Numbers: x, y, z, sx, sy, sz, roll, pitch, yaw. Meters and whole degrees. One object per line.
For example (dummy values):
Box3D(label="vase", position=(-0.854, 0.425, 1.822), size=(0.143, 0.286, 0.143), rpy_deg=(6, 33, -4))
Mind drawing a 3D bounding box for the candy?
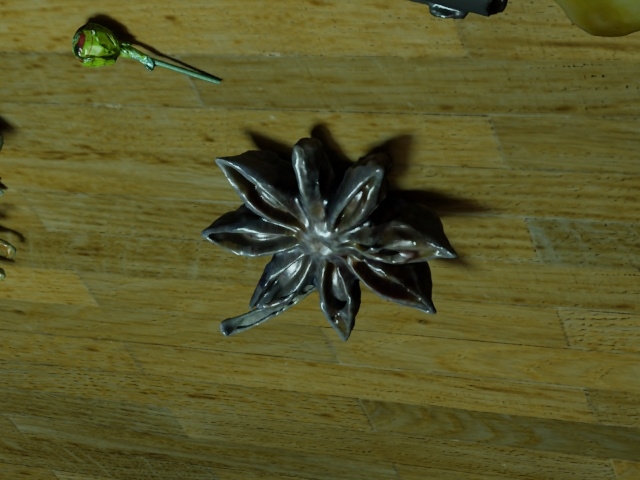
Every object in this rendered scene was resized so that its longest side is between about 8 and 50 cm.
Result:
Box3D(label="candy", position=(-0.139, -0.143, 1.366), size=(0.123, 0.035, 0.035), rpy_deg=(17, 180, -9))

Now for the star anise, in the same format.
Box3D(label="star anise", position=(-0.001, 0.000, 1.441), size=(0.230, 0.081, 0.262), rpy_deg=(30, 135, -14))

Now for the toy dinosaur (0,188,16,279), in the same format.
Box3D(label="toy dinosaur", position=(-0.382, -0.007, 1.677), size=(0.212, 0.057, 0.142), rpy_deg=(1, 131, 27))

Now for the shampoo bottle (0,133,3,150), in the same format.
Box3D(label="shampoo bottle", position=(-0.366, -0.134, 1.478), size=(0.065, 0.065, 0.204), rpy_deg=(-15, 133, 43))

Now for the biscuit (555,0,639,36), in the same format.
Box3D(label="biscuit", position=(0.181, -0.245, 0.997), size=(0.237, 0.062, 0.290), rpy_deg=(-14, 132, 44))

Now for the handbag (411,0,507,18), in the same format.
Box3D(label="handbag", position=(0.019, -0.267, 0.928), size=(0.257, 0.113, 0.285), rpy_deg=(26, 134, 14))
